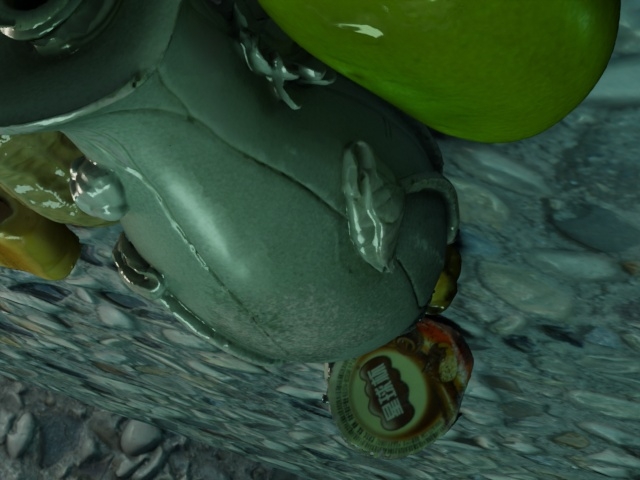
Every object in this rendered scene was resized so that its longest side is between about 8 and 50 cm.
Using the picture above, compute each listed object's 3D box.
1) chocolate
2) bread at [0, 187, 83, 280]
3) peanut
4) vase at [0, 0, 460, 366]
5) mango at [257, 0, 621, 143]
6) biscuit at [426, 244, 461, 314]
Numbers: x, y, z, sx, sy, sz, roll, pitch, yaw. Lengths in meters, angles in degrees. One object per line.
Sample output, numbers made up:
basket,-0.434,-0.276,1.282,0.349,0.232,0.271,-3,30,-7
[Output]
chocolate,0.084,0.168,1.440,0.221,0.221,0.147,25,-174,-23
bread,-0.388,-0.019,1.379,0.134,0.085,0.173,16,161,12
peanut,-0.281,-0.099,1.046,0.136,0.120,0.298,5,160,40
vase,-0.067,-0.063,0.767,0.250,0.249,0.445,5,160,28
mango,0.073,-0.149,0.601,0.185,0.149,0.273,1,159,47
biscuit,0.000,0.000,1.160,0.335,0.078,0.329,26,155,-26
